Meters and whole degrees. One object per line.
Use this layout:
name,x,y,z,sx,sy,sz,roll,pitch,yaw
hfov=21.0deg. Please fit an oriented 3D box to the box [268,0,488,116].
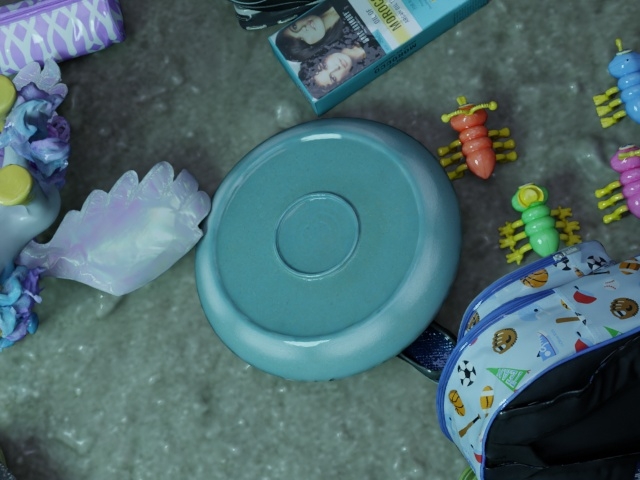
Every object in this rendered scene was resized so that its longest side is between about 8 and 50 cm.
box,0.068,-0.257,2.007,0.244,0.060,0.100,-34,77,-3

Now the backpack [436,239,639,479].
backpack,0.249,0.143,1.792,0.263,0.276,0.213,-23,44,-23

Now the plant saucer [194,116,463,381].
plant saucer,0.000,0.000,1.925,0.317,0.044,0.317,-7,68,17

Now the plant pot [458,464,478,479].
plant pot,0.188,0.274,1.877,0.083,0.079,0.083,-1,78,5

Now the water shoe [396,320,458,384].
water shoe,0.083,0.089,1.924,0.203,0.080,0.073,30,82,10

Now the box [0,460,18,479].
box,-0.326,0.332,1.874,0.232,0.058,0.087,47,54,-7

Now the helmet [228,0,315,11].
helmet,-0.064,-0.341,1.964,0.161,0.169,0.169,3,79,6

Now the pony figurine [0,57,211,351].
pony figurine,-0.327,-0.033,1.864,0.303,0.363,0.351,36,75,12

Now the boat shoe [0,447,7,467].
boat shoe,-0.434,0.367,1.891,0.123,0.123,0.342,16,80,8

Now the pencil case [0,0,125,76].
pencil case,-0.328,-0.248,2.027,0.206,0.088,0.086,-18,66,2

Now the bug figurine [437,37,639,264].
bug figurine,0.280,-0.099,1.949,0.279,0.072,0.216,-20,77,1

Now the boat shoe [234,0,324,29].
boat shoe,-0.038,-0.276,2.033,0.125,0.038,0.046,-14,46,-1
